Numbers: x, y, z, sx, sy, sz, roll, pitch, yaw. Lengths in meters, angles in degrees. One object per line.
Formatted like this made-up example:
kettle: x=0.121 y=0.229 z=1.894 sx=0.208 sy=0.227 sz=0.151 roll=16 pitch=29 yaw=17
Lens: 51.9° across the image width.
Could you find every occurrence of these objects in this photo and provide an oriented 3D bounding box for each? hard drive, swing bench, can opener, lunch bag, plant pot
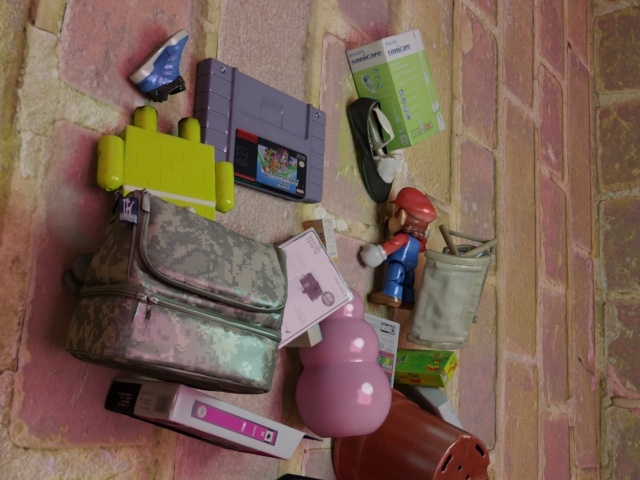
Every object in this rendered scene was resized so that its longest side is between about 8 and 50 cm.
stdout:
hard drive: x=0.326 y=0.495 z=1.714 sx=0.047 sy=0.233 sz=0.352 roll=-31 pitch=113 yaw=-9
swing bench: x=0.346 y=0.124 z=1.713 sx=0.255 sy=0.165 sz=0.253 roll=-43 pitch=145 yaw=-64
can opener: x=-0.314 y=0.020 z=1.141 sx=0.284 sy=0.076 sz=0.095 roll=-11 pitch=61 yaw=-50
lunch bag: x=-0.207 y=0.084 z=1.012 sx=0.305 sy=0.213 sz=0.255 roll=23 pitch=68 yaw=-34
plant pot: x=0.218 y=0.502 z=1.494 sx=0.273 sy=0.265 sz=0.272 roll=-6 pitch=99 yaw=-39

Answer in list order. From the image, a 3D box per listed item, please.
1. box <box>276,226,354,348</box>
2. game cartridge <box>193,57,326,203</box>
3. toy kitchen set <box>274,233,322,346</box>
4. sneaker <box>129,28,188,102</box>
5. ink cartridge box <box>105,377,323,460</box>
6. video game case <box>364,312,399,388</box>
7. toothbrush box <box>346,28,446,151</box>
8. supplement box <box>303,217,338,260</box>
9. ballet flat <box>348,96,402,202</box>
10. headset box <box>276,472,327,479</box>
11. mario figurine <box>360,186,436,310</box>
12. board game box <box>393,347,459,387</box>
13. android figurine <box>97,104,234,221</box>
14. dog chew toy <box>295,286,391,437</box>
box: x=-0.102 y=0.117 z=1.240 sx=0.290 sy=0.087 sz=0.169 roll=-32 pitch=93 yaw=-25
game cartridge: x=-0.117 y=-0.217 z=1.402 sx=0.355 sy=0.068 sz=0.230 roll=14 pitch=70 yaw=-48
toy kitchen set: x=-0.039 y=0.100 z=1.399 sx=0.166 sy=0.122 sz=0.207 roll=-24 pitch=103 yaw=-49
sneaker: x=-0.276 y=-0.318 z=1.219 sx=0.084 sy=0.058 sz=0.152 roll=49 pitch=55 yaw=-27
ink cartridge box: x=-0.175 y=0.326 z=1.163 sx=0.371 sy=0.176 sz=0.069 roll=33 pitch=61 yaw=-43
video game case: x=0.106 y=0.269 z=1.598 sx=0.201 sy=0.023 sz=0.183 roll=21 pitch=68 yaw=-35
toothbrush box: x=0.208 y=-0.400 z=1.762 sx=0.206 sy=0.122 sz=0.283 roll=-34 pitch=111 yaw=-47
supplement box: x=0.000 y=0.000 z=1.506 sx=0.036 sy=0.062 sz=0.098 roll=-12 pitch=93 yaw=-49
ballet flat: x=0.148 y=-0.231 z=1.688 sx=0.095 sy=0.096 sz=0.280 roll=-34 pitch=111 yaw=-47
headset box: x=-0.061 y=0.565 z=1.215 sx=0.283 sy=0.247 sz=0.131 roll=-13 pitch=96 yaw=-49
mario figurine: x=0.199 y=0.015 z=1.730 sx=0.198 sy=0.170 sz=0.320 roll=61 pitch=42 yaw=-81
board game box: x=0.246 y=0.319 z=1.660 sx=0.092 sy=0.181 sz=0.043 roll=-45 pitch=121 yaw=-43
android figurine: x=-0.266 y=-0.103 z=1.149 sx=0.248 sy=0.056 sz=0.272 roll=12 pitch=61 yaw=-32
dog chew toy: x=0.042 y=0.252 z=1.426 sx=0.207 sy=0.207 sz=0.331 roll=13 pitch=67 yaw=-49
